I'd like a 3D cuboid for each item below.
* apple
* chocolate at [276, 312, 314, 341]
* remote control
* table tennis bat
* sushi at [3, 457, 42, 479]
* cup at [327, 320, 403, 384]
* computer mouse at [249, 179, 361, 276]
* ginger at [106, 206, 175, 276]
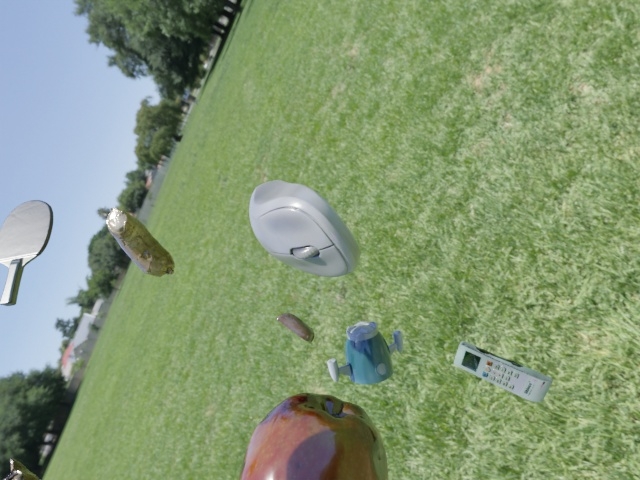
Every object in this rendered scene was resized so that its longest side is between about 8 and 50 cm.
[{"bbox_3d":[-0.008,0.341,0.656,0.230,0.229,0.230,-50,26,36],"label":"apple"},{"bbox_3d":[-0.054,0.201,1.062,0.031,0.100,0.064,-56,-13,0],"label":"chocolate"},{"bbox_3d":[0.339,0.245,0.836,0.029,0.166,0.065,-41,-36,-44],"label":"remote control"},{"bbox_3d":[-0.726,0.024,1.078,0.021,0.154,0.274,58,-154,-63],"label":"table tennis bat"},{"bbox_3d":[-0.421,0.364,0.601,0.052,0.055,0.120,-14,55,39],"label":"sushi"},{"bbox_3d":[0.158,0.376,1.525,0.167,0.299,0.173,10,114,64],"label":"cup"},{"bbox_3d":[-0.051,-0.020,0.818,0.121,0.184,0.297,-38,31,-9],"label":"computer mouse"},{"bbox_3d":[-0.395,0.006,0.974,0.095,0.190,0.069,-11,31,50],"label":"ginger"}]
